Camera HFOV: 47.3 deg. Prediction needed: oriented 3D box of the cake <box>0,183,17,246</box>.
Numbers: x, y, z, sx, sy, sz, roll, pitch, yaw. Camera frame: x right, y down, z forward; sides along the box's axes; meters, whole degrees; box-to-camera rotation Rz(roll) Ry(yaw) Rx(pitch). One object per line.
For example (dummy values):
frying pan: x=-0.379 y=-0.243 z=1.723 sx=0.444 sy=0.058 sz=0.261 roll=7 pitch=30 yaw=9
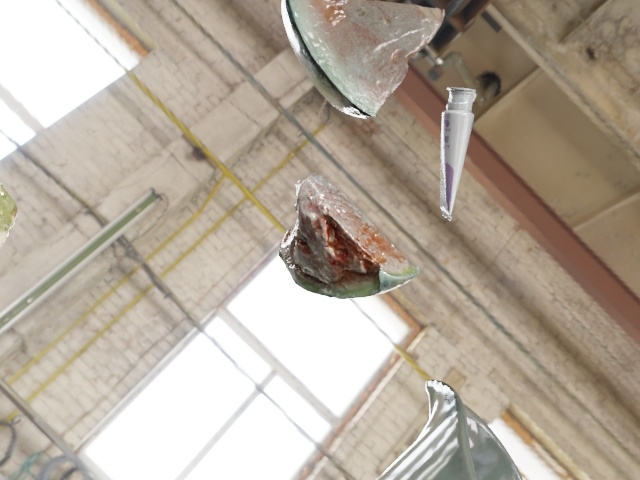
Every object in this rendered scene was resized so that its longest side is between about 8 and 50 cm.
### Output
cake: x=-0.219 y=-0.013 z=0.357 sx=0.140 sy=0.051 sz=0.055 roll=-1 pitch=-35 yaw=26

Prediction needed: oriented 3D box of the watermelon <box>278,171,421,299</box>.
watermelon: x=0.000 y=0.000 z=0.705 sx=0.187 sy=0.071 sz=0.139 roll=14 pitch=-42 yaw=49

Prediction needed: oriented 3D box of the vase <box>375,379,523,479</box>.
vase: x=0.018 y=0.255 z=0.403 sx=0.156 sy=0.300 sz=0.251 roll=47 pitch=6 yaw=-47

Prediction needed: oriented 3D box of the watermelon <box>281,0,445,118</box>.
watermelon: x=0.048 y=-0.237 z=0.932 sx=0.202 sy=0.207 sz=0.136 roll=7 pitch=-72 yaw=1

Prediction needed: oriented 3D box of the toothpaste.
toothpaste: x=0.306 y=-0.200 z=1.689 sx=0.073 sy=0.299 sz=0.114 roll=5 pitch=10 yaw=-4
